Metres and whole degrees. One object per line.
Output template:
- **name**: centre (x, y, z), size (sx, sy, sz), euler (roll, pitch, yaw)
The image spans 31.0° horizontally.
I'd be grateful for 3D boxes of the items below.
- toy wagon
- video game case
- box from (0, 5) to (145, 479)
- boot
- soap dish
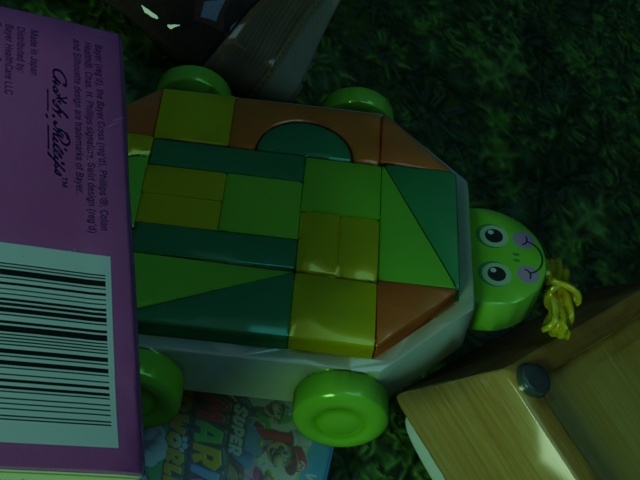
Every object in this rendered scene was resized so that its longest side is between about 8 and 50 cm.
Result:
- **toy wagon**: centre (0.000, 0.000, 0.733), size (0.344, 0.068, 0.267), euler (6, 48, -2)
- **video game case**: centre (-0.073, 0.129, 0.708), size (0.166, 0.015, 0.119), euler (28, 50, -15)
- **box**: centre (-0.181, 0.046, 0.540), size (0.117, 0.243, 0.214), euler (9, 56, -28)
- **boot**: centre (-0.076, -0.236, 0.891), size (0.206, 0.090, 0.248), euler (31, 53, -15)
- **soap dish**: centre (0.217, 0.177, 0.791), size (0.228, 0.118, 0.291), euler (-21, 73, -39)
